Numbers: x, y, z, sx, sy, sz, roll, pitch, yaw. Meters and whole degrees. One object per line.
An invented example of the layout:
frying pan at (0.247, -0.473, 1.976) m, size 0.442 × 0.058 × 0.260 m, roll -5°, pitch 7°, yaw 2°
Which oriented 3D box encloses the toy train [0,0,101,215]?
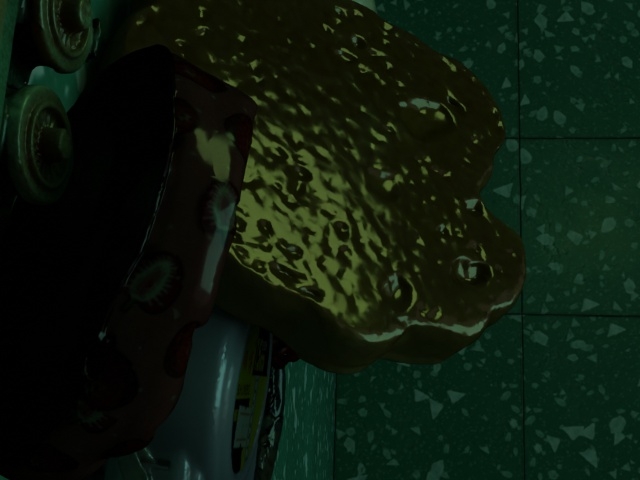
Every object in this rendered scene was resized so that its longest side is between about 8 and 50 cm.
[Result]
toy train at (-0.133, -0.094, 0.336) m, size 0.125 × 0.081 × 0.193 m, roll 54°, pitch 38°, yaw -74°

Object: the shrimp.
shrimp at (-0.075, 0.178, 1.105) m, size 0.198 × 0.051 × 0.261 m, roll 60°, pitch 34°, yaw -78°

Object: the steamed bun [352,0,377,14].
steamed bun at (-0.039, -0.207, 0.916) m, size 0.131 × 0.177 × 0.228 m, roll -3°, pitch -78°, yaw 54°

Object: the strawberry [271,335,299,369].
strawberry at (0.000, 0.000, 0.824) m, size 0.205 × 0.245 × 0.205 m, roll -5°, pitch 90°, yaw -76°

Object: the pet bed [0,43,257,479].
pet bed at (-0.095, 0.008, 0.405) m, size 0.201 × 0.053 × 0.201 m, roll -41°, pitch -143°, yaw 41°

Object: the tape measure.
tape measure at (-0.095, 0.098, 0.660) m, size 0.196 × 0.105 × 0.178 m, roll 61°, pitch 37°, yaw -76°

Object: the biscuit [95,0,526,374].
biscuit at (0.012, -0.056, 0.687) m, size 0.057 × 0.351 × 0.312 m, roll -41°, pitch -122°, yaw 44°
